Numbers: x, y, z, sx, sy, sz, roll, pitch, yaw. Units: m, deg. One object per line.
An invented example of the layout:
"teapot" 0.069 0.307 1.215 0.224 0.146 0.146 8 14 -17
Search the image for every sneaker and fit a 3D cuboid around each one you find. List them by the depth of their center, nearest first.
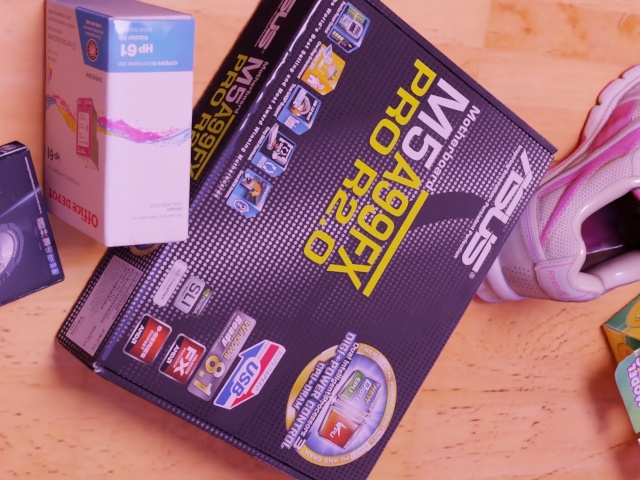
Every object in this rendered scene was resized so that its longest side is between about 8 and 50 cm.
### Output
"sneaker" 0.218 -0.033 1.005 0.252 0.111 0.103 -41 122 -16

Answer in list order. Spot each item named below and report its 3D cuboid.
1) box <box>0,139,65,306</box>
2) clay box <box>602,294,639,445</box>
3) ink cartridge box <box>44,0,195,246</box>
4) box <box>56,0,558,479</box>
"box" -0.183 -0.005 0.815 0.067 0.018 0.083 -22 115 -26
"clay box" 0.303 0.072 1.125 0.222 0.053 0.127 -35 120 -18
"ink cartridge box" -0.110 -0.065 0.801 0.052 0.088 0.122 -7 108 -31
"box" 0.000 0.000 0.908 0.216 0.060 0.270 35 85 -34
